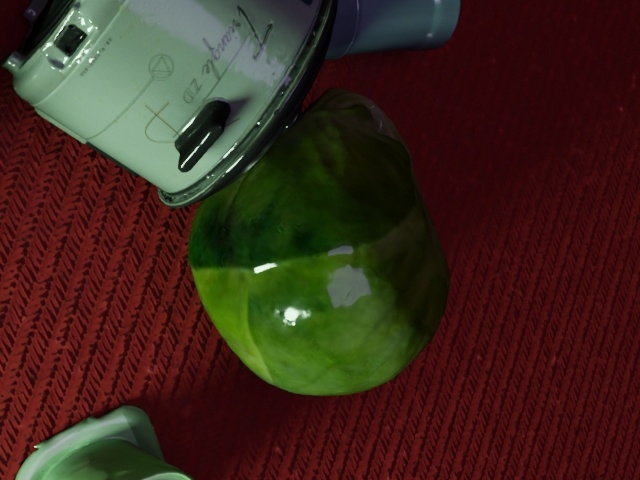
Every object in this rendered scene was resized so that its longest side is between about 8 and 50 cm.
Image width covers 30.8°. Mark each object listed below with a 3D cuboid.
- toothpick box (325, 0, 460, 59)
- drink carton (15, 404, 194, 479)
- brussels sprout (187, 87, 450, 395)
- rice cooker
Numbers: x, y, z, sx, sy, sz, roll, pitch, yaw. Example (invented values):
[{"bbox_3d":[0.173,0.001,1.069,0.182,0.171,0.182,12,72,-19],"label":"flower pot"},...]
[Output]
[{"bbox_3d":[0.044,-0.227,1.115,0.153,0.101,0.101,-10,98,-30],"label":"toothpick box"},{"bbox_3d":[-0.170,0.240,0.998,0.144,0.142,0.146,-26,107,-25],"label":"drink carton"},{"bbox_3d":[0.000,0.000,1.045,0.210,0.219,0.271,44,51,-41],"label":"brussels sprout"},{"bbox_3d":[-0.112,-0.161,0.955,0.227,0.280,0.241,33,117,-23],"label":"rice cooker"}]
